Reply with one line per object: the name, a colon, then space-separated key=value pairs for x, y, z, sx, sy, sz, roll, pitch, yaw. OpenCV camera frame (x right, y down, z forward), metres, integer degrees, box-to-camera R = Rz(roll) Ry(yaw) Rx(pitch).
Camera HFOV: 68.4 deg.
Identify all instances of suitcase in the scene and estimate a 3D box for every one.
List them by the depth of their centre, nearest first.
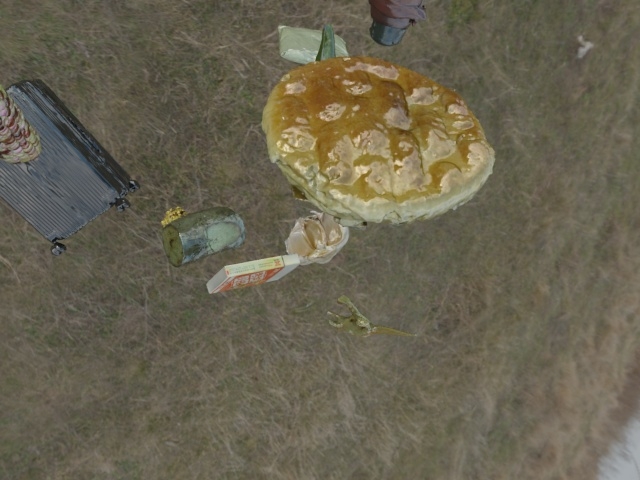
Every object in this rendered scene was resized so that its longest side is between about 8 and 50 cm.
suitcase: x=-0.623 y=-0.170 z=1.079 sx=0.229 sy=0.152 sz=0.335 roll=-33 pitch=116 yaw=8

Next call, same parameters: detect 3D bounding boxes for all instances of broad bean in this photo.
broad bean: x=0.004 y=-0.338 z=1.069 sx=0.297 sy=0.043 sz=0.060 roll=96 pitch=21 yaw=-44

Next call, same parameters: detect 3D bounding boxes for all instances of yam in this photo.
yam: x=-0.362 y=-0.016 z=1.431 sx=0.254 sy=0.154 sz=0.154 roll=-25 pitch=128 yaw=-50

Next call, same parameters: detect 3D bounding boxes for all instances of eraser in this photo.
eraser: x=-0.189 y=0.093 z=1.332 sx=0.230 sy=0.157 sz=0.038 roll=-10 pitch=73 yaw=-35

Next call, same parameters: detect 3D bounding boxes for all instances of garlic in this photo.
garlic: x=0.000 y=0.000 z=1.662 sx=0.229 sy=0.178 sz=0.143 roll=-27 pitch=149 yaw=13

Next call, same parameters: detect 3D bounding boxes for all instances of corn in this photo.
corn: x=-0.515 y=-0.179 z=0.745 sx=0.092 sy=0.280 sz=0.092 roll=2 pitch=81 yaw=-16

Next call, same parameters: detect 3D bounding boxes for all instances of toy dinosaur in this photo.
toy dinosaur: x=0.080 y=0.151 z=0.798 sx=0.039 sy=0.162 sz=0.126 roll=-60 pitch=161 yaw=-24

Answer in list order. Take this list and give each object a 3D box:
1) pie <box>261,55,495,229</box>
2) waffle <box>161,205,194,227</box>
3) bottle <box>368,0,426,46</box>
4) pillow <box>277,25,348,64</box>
pie: x=0.079 y=-0.153 z=0.688 sx=0.339 sy=0.339 sz=0.083 roll=-33 pitch=157 yaw=-27
waffle: x=-0.449 y=-0.063 z=1.649 sx=0.193 sy=0.197 sz=0.070 roll=23 pitch=59 yaw=-52
bottle: x=0.198 y=-0.599 z=1.120 sx=0.143 sy=0.156 sz=0.271 roll=-34 pitch=156 yaw=-34
pillow: x=-0.021 y=-0.721 z=1.748 sx=0.274 sy=0.281 sz=0.076 roll=7 pitch=131 yaw=-12
